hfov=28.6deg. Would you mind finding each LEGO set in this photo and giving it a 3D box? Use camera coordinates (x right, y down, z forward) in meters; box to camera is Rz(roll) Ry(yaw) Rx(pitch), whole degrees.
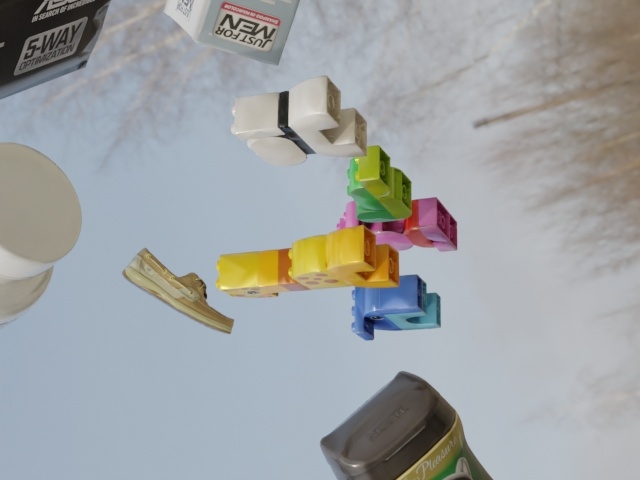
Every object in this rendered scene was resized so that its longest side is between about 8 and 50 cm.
[{"bbox_3d":[0.000,0.000,0.677,0.227,0.093,0.087,40,-132,-62],"label":"LEGO set"}]

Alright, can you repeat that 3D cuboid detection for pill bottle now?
[{"bbox_3d":[-0.388,0.026,1.303,0.176,0.318,0.176,27,-132,-34],"label":"pill bottle"}]

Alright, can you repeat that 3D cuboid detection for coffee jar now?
[{"bbox_3d":[0.083,0.185,0.887,0.184,0.096,0.079,56,166,-19],"label":"coffee jar"}]

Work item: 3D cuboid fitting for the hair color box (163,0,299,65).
[{"bbox_3d":[-0.065,-0.418,1.509,0.113,0.374,0.185,14,-165,-23],"label":"hair color box"}]

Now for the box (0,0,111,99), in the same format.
[{"bbox_3d":[-0.267,-0.153,0.484,0.307,0.076,0.242,43,-137,14],"label":"box"}]

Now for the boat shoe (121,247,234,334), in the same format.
[{"bbox_3d":[-0.147,0.053,1.348,0.135,0.045,0.050,31,171,3],"label":"boat shoe"}]
